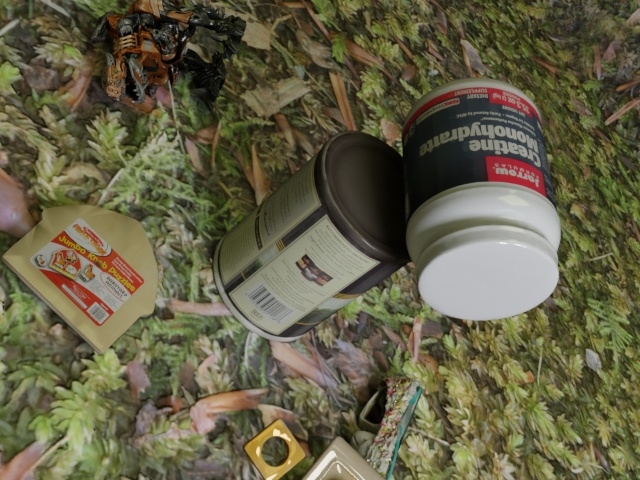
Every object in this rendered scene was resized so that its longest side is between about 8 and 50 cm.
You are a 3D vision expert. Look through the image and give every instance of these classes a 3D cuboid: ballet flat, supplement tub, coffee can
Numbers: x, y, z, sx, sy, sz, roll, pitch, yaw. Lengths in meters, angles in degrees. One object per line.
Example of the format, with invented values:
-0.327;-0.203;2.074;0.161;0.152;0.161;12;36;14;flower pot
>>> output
0.088;0.290;1.266;0.077;0.091;0.241;20;37;9;ballet flat
0.203;-0.056;1.098;0.191;0.191;0.272;25;47;-28;supplement tub
0.000;0.000;1.230;0.201;0.275;0.202;24;48;-29;coffee can

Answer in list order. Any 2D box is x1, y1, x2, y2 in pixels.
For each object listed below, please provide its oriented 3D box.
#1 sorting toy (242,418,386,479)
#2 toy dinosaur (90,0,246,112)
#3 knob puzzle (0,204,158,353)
0.029;0.382;1.102;0.347;0.047;0.196;45;67;-8;sorting toy
-0.239;-0.332;1.363;0.218;0.164;0.322;21;69;-10;toy dinosaur
-0.296;0.033;1.119;0.213;0.030;0.213;24;48;-28;knob puzzle
